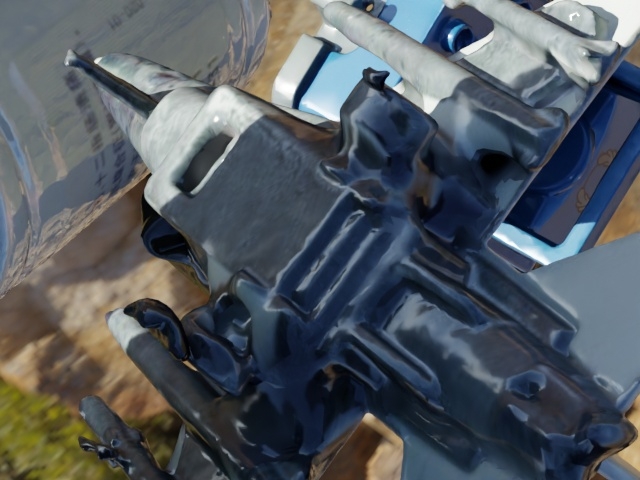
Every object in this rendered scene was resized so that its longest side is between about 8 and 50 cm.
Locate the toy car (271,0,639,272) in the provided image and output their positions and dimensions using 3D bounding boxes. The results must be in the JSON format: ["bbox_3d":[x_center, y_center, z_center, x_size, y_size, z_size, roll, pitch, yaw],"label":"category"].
[{"bbox_3d":[0.073,-0.047,0.732,0.100,0.191,0.097,33,93,40],"label":"toy car"}]

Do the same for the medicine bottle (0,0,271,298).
[{"bbox_3d":[-0.194,-0.077,1.049,0.190,0.332,0.190,22,134,25],"label":"medicine bottle"}]

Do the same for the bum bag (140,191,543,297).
[{"bbox_3d":[0.035,0.033,1.133,0.079,0.326,0.142,-62,41,28],"label":"bum bag"}]

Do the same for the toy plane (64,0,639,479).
[{"bbox_3d":[-0.006,-0.003,0.380,0.234,0.082,0.160,38,93,40],"label":"toy plane"}]
